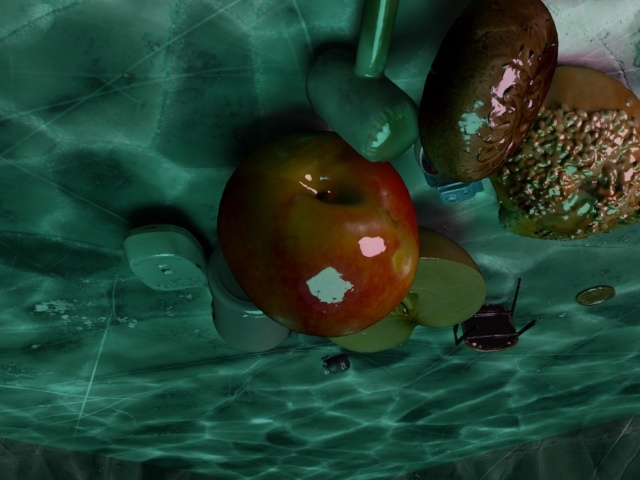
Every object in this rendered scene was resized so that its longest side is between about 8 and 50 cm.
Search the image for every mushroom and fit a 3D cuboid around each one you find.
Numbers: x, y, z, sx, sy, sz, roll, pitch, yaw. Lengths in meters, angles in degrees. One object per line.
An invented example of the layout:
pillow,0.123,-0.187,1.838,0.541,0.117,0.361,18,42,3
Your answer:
mushroom,0.252,-0.229,1.146,0.163,0.297,0.278,25,-169,11

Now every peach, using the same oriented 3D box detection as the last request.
peach,0.000,0.000,1.401,0.388,0.388,0.388,-4,150,-2

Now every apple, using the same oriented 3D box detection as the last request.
apple,0.172,0.113,1.709,0.311,0.320,0.360,22,162,36

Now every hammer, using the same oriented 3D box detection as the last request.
hammer,0.076,-0.291,1.130,0.119,0.206,0.335,-24,142,-29

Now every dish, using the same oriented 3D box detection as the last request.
dish,0.206,-0.198,1.391,0.141,0.078,0.141,-27,138,-28

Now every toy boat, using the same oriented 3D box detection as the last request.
toy boat,0.320,-0.137,1.478,0.238,0.098,0.109,-13,152,12

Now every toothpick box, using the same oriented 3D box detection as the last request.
toothpick box,-0.140,0.137,1.762,0.229,0.229,0.316,-1,151,-6

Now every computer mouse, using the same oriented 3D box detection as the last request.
computer mouse,-0.331,0.031,1.670,0.159,0.097,0.288,-9,161,3

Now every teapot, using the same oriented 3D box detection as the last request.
teapot,0.045,0.388,2.384,0.083,0.049,0.063,-22,146,28

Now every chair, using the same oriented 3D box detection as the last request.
chair,0.449,0.217,2.059,0.158,0.172,0.247,-2,143,-7

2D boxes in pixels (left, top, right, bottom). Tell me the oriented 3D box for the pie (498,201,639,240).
pie,0.565,-0.073,1.613,0.371,0.078,0.296,-13,161,24

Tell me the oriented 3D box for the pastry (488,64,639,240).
pastry,0.432,-0.143,1.312,0.315,0.184,0.284,38,109,-16

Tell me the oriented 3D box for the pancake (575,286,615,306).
pancake,0.764,0.155,2.133,0.115,0.011,0.115,-3,148,-2
